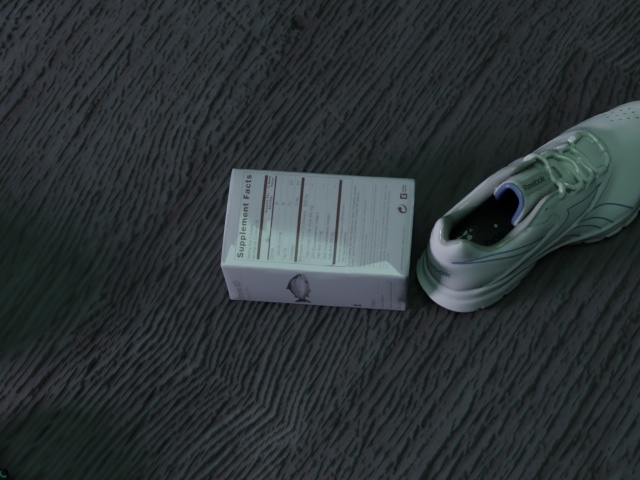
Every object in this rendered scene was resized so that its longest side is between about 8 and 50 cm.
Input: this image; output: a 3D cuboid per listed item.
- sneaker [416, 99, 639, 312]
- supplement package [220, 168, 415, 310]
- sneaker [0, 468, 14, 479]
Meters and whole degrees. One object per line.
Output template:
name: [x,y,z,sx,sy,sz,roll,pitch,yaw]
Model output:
sneaker: [0.225,-0.042,1.635,0.297,0.129,0.111,-37,71,-12]
supplement package: [0.000,0.000,1.642,0.179,0.105,0.105,3,70,4]
sneaker: [-0.295,0.276,1.575,0.106,0.101,0.267,-16,72,-22]
